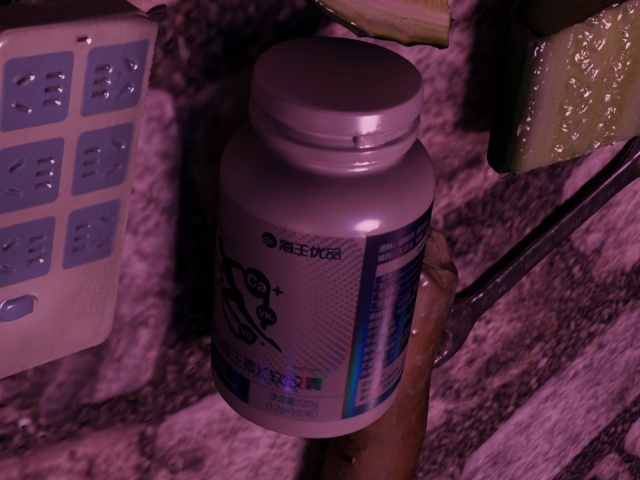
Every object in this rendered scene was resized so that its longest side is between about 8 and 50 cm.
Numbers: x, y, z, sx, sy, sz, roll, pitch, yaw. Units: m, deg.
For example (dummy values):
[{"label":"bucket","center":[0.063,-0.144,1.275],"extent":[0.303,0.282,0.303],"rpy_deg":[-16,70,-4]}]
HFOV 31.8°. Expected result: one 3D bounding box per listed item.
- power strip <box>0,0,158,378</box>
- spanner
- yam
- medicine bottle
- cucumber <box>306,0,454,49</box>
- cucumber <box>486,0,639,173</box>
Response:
[{"label":"power strip","center":[-0.123,-0.020,0.493],"extent":[0.081,0.035,0.192],"rpy_deg":[-19,133,-44]},{"label":"spanner","center":[0.163,-0.003,0.789],"extent":[0.254,0.015,0.054],"rpy_deg":[-40,140,-10]},{"label":"yam","center":[0.034,0.129,0.737],"extent":[0.067,0.071,0.317],"rpy_deg":[9,123,-1]},{"label":"medicine bottle","center":[0.000,0.000,0.570],"extent":[0.107,0.107,0.191],"rpy_deg":[-19,132,-31]},{"label":"cucumber","center":[0.019,-0.128,0.539],"extent":[0.107,0.035,0.067],"rpy_deg":[3,88,-44]},{"label":"cucumber","center":[0.146,-0.104,0.657],"extent":[0.116,0.062,0.115],"rpy_deg":[-17,130,-23]}]
